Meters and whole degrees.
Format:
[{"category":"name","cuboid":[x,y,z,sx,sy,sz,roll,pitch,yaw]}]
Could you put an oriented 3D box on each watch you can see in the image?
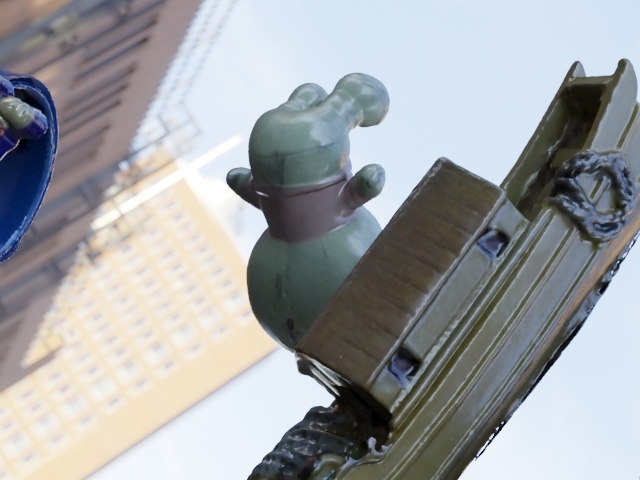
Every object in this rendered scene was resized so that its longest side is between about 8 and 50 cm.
[{"category":"watch","cuboid":[-0.287,-0.054,1.340,0.171,0.196,0.200,32,-6,20]}]

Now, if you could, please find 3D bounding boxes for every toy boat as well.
[{"category":"toy boat","cuboid":[0.095,0.041,1.313,0.162,0.445,0.136,46,-19,-21]}]

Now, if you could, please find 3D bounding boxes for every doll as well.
[{"category":"doll","cuboid":[-0.008,-0.001,1.474,0.155,0.113,0.275,7,-77,35]}]

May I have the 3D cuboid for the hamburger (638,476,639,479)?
[{"category":"hamburger","cuboid":[0.331,0.335,1.523,0.302,0.170,0.302,163,-90,-76]}]
